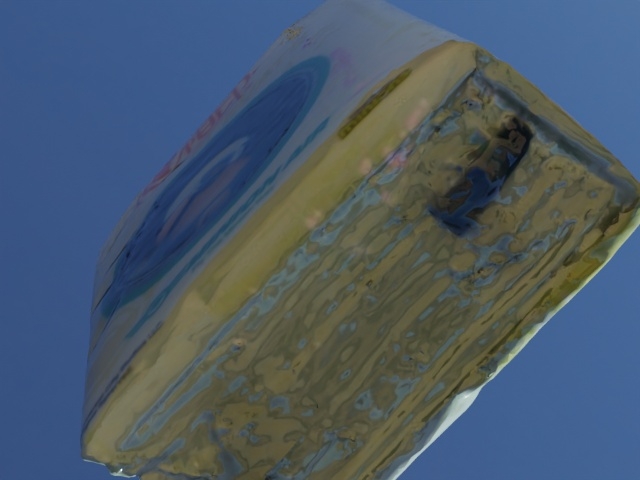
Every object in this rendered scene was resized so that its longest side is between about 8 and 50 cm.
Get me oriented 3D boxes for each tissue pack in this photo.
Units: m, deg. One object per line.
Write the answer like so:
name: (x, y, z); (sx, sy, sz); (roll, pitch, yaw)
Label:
tissue pack: (0.000, 0.000, 0.936); (0.162, 0.287, 0.388); (43, -175, -14)
